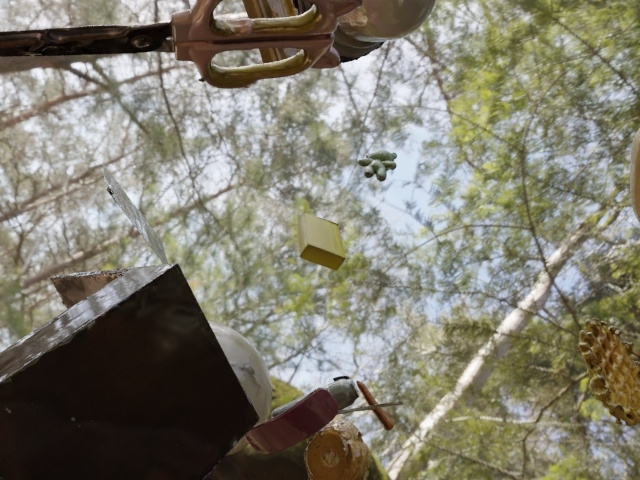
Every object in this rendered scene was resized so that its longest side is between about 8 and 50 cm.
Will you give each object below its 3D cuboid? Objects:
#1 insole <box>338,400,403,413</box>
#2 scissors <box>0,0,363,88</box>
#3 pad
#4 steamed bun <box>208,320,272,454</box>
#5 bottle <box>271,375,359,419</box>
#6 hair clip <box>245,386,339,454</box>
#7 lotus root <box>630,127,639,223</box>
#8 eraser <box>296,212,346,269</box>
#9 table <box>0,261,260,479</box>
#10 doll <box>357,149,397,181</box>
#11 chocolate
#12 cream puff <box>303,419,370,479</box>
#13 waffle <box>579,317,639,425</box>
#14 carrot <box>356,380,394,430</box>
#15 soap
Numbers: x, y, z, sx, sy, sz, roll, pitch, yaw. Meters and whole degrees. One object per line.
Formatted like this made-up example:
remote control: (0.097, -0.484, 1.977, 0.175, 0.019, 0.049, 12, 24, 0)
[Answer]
insole: (0.091, 0.371, 1.259, 0.191, 0.063, 0.010, -17, -110, 27)
scissors: (-0.124, -0.170, 0.484, 0.160, 0.317, 0.024, 123, -44, -68)
pad: (-0.431, -0.054, 1.349, 0.159, 0.009, 0.265, 52, -9, 52)
steamed bun: (-0.222, 0.270, 1.118, 0.282, 0.177, 0.283, 8, -59, 14)
bottle: (-0.016, 0.463, 1.621, 0.080, 0.253, 0.096, 61, 5, -45)
hair clip: (-0.040, 0.250, 0.779, 0.054, 0.137, 0.022, 56, 9, -20)
lotus root: (0.721, -0.152, 1.181, 0.146, 0.131, 0.304, 2, -80, 5)
eraser: (0.000, 0.000, 1.279, 0.045, 0.097, 0.122, -56, -155, 32)
table: (-0.267, 0.171, 0.578, 0.281, 0.250, 0.196, -7, -65, 42)
doll: (0.166, -0.211, 1.666, 0.114, 0.150, 0.078, 7, -57, 15)
chocolate: (0.074, -0.338, 0.760, 0.147, 0.221, 0.222, 35, -42, 54)
cream puff: (0.033, 0.389, 1.019, 0.119, 0.104, 0.133, 8, -89, 29)
waffle: (0.752, 0.331, 1.450, 0.060, 0.280, 0.263, -29, -129, 48)
carrot: (0.172, 0.525, 1.824, 0.190, 0.037, 0.037, 55, -39, 0)
soap: (-0.068, -0.546, 1.365, 0.142, 0.259, 0.281, -4, -71, 40)
